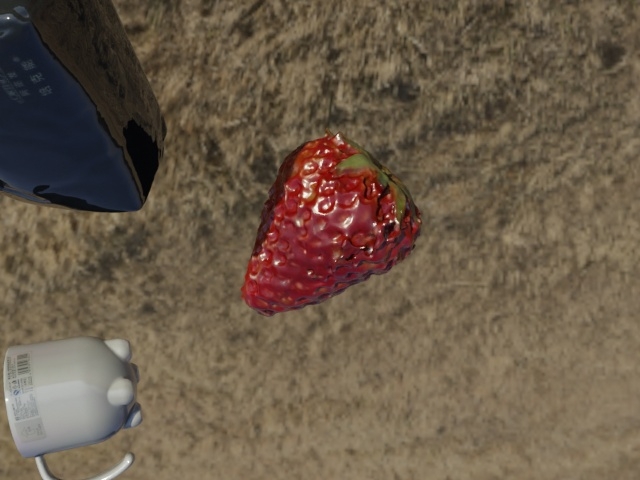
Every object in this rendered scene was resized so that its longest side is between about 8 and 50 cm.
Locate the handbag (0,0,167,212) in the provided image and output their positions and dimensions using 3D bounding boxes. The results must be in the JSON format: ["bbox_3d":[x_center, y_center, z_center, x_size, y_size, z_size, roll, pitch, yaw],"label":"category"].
[{"bbox_3d":[-0.304,-0.141,0.821,0.274,0.178,0.302,4,155,11],"label":"handbag"}]

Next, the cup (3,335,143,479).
[{"bbox_3d":[-0.288,0.200,1.125,0.141,0.174,0.134,-9,157,-7],"label":"cup"}]

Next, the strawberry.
[{"bbox_3d":[0.000,0.000,1.165,0.205,0.205,0.244,31,107,-36],"label":"strawberry"}]
